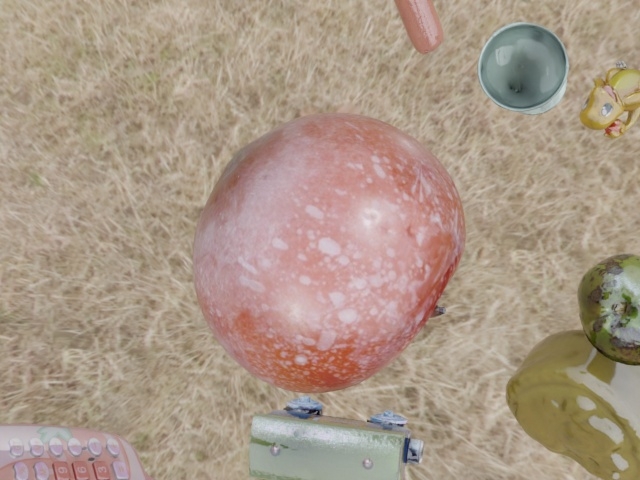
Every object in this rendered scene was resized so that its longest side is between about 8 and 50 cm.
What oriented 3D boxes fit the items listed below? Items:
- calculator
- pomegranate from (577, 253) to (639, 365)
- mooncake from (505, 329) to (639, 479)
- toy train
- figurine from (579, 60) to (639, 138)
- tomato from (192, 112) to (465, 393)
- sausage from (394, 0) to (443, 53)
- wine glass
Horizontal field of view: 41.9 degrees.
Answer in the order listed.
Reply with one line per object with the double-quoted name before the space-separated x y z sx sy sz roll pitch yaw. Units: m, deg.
"calculator" -0.360 0.324 1.063 0.330 0.220 0.048 8 121 -33
"pomegranate" 0.378 0.092 1.049 0.126 0.163 0.138 -14 72 -19
"mooncake" 0.376 0.233 1.173 0.235 0.235 0.117 46 63 0
"toy train" 0.028 0.358 1.482 0.300 0.202 0.131 4 88 14
"figurine" 0.512 -0.230 1.454 0.176 0.121 0.122 -30 129 -33
"tomato" 0.000 0.000 0.792 0.270 0.270 0.227 -47 107 -8
"sausage" 0.170 -0.400 1.463 0.062 0.062 0.154 -34 124 -8
"wine glass" 0.183 -0.146 0.745 0.073 0.155 0.073 1 94 16
